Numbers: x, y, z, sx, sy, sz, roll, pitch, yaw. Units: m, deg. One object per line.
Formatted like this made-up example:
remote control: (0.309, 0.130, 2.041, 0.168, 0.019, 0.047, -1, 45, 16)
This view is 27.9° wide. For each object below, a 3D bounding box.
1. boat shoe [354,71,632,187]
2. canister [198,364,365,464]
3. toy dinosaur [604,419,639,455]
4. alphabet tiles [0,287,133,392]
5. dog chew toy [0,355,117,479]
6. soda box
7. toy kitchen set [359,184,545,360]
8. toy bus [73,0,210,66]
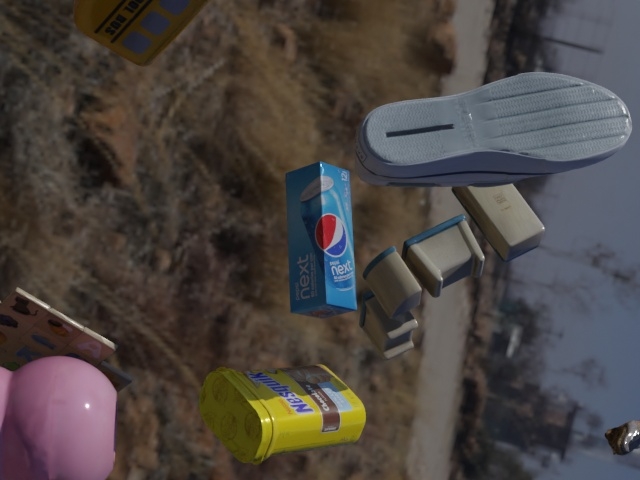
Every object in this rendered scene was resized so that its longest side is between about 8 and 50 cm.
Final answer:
boat shoe: (0.135, -0.086, 1.048, 0.076, 0.226, 0.083, 114, -28, -71)
canister: (-0.044, 0.205, 1.557, 0.169, 0.126, 0.073, 0, 120, -42)
toy dinosaur: (0.310, 0.136, 0.940, 0.112, 0.211, 0.064, 140, -43, -60)
alphabet tiles: (-0.455, 0.180, 1.965, 0.342, 0.285, 0.011, -36, -153, 47)
dog chew toy: (-0.454, 0.262, 1.804, 0.206, 0.331, 0.207, -178, -90, -84)
soda box: (0.000, 0.000, 1.827, 0.067, 0.071, 0.210, 14, 66, -46)
toy kitchen set: (0.139, 0.024, 1.547, 0.207, 0.122, 0.166, -25, 153, -15)
toy bus: (-0.125, -0.329, 1.283, 0.332, 0.130, 0.108, -40, -146, 33)
